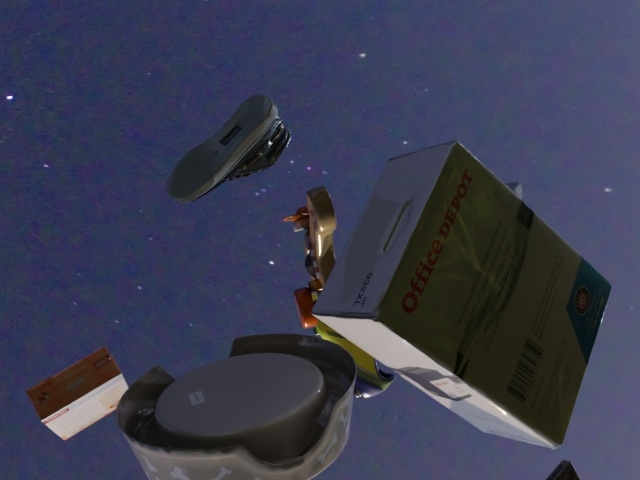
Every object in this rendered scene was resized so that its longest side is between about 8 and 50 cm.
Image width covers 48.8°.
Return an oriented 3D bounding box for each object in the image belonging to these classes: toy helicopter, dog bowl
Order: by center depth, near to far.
[{"bbox_3d":[-0.114,0.252,1.036,0.349,0.349,0.102,-18,-73,-31],"label":"dog bowl"},{"bbox_3d":[0.000,0.000,1.371,0.140,0.235,0.355,-14,-30,-8],"label":"toy helicopter"}]

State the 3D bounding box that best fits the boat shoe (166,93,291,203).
[{"bbox_3d":[-0.114,-0.103,0.933,0.183,0.065,0.083,-44,-34,-3],"label":"boat shoe"}]

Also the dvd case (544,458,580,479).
[{"bbox_3d":[0.318,0.448,1.009,0.221,0.018,0.164,-38,-70,-22],"label":"dvd case"}]

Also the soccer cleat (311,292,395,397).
[{"bbox_3d":[0.073,0.238,1.684,0.121,0.093,0.289,-32,-88,13],"label":"soccer cleat"}]

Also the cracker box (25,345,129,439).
[{"bbox_3d":[-0.450,0.294,1.342,0.156,0.232,0.067,-30,-105,-20],"label":"cracker box"}]

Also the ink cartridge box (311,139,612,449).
[{"bbox_3d":[0.175,0.068,0.822,0.307,0.129,0.223,37,-112,-25],"label":"ink cartridge box"}]

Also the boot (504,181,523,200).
[{"bbox_3d":[0.280,0.013,1.102,0.244,0.088,0.176,-25,-74,-59],"label":"boot"}]
